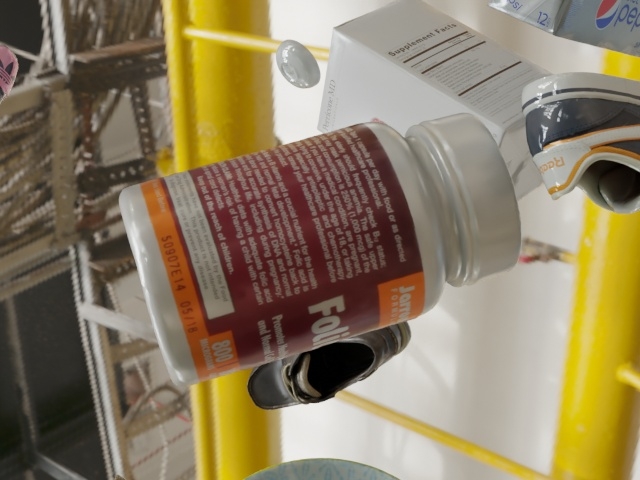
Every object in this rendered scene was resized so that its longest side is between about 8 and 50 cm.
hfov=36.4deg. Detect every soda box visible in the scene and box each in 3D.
[{"bbox_3d":[0.321,-0.283,1.147,0.286,0.098,0.091,-3,-59,-49],"label":"soda box"}]

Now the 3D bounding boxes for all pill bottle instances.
[{"bbox_3d":[0.000,0.000,1.059,0.392,0.224,0.224,-16,-55,-9],"label":"pill bottle"}]

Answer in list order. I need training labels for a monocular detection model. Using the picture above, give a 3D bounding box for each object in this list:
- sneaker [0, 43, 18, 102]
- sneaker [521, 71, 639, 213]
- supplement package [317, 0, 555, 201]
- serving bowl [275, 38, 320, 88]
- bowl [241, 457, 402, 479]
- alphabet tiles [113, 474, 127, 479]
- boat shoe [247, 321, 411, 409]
[{"bbox_3d":[-0.443,-0.205,1.028,0.131,0.319,0.112,-49,-25,-15],"label":"sneaker"},{"bbox_3d":[0.355,-0.089,0.984,0.321,0.126,0.127,0,-103,-14],"label":"sneaker"},{"bbox_3d":[0.165,-0.181,1.343,0.175,0.293,0.177,-31,-34,-37],"label":"supplement package"},{"bbox_3d":[-0.039,-0.264,1.483,0.027,0.083,0.083,-42,-44,-26],"label":"serving bowl"},{"bbox_3d":[0.003,0.387,1.000,0.289,0.289,0.156,-44,-33,-34],"label":"bowl"},{"bbox_3d":[-0.287,0.514,1.553,0.009,0.198,0.237,-46,14,33],"label":"alphabet tiles"},{"bbox_3d":[-0.012,0.205,1.644,0.132,0.355,0.130,55,-144,-1],"label":"boat shoe"}]
